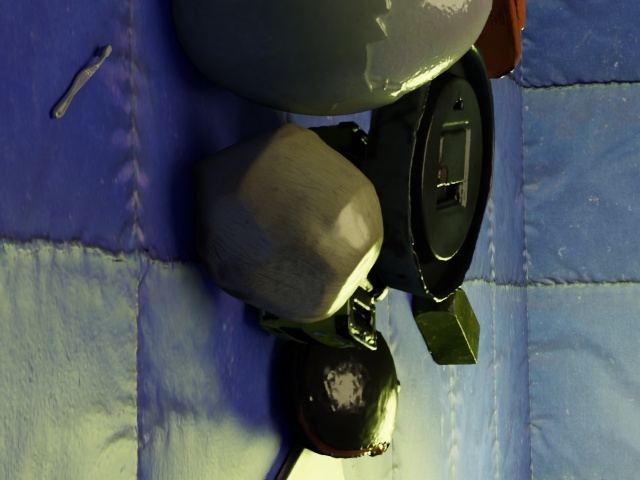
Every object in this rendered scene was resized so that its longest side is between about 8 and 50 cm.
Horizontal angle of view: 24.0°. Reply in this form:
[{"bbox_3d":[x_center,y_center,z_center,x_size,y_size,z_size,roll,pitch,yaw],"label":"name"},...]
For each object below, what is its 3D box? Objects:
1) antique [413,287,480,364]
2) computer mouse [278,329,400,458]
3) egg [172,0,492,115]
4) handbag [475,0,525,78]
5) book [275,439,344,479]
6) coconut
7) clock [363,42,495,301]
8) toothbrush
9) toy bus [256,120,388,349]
[{"bbox_3d":[0.227,0.142,2.703,0.221,0.081,0.080,63,29,-56],"label":"antique"},{"bbox_3d":[0.044,0.197,1.992,0.323,0.116,0.183,16,68,-70],"label":"computer mouse"},{"bbox_3d":[0.019,-0.270,1.627,0.278,0.336,0.278,3,90,-77],"label":"egg"},{"bbox_3d":[0.107,-0.389,1.979,0.116,0.303,0.410,-76,159,-46],"label":"handbag"},{"bbox_3d":[-0.008,0.328,2.000,0.241,0.018,0.170,-59,143,-63],"label":"book"},{"bbox_3d":[-0.046,-0.022,1.633,0.224,0.224,0.224,-2,90,-74],"label":"coconut"},{"bbox_3d":[0.137,-0.089,1.833,0.325,0.067,0.325,6,90,-68],"label":"clock"},{"bbox_3d":[-0.216,-0.145,1.365,0.131,0.013,0.011,-67,141,-53],"label":"toothbrush"},{"bbox_3d":[0.000,0.000,1.832,0.128,0.150,0.262,37,52,-66],"label":"toy bus"}]
